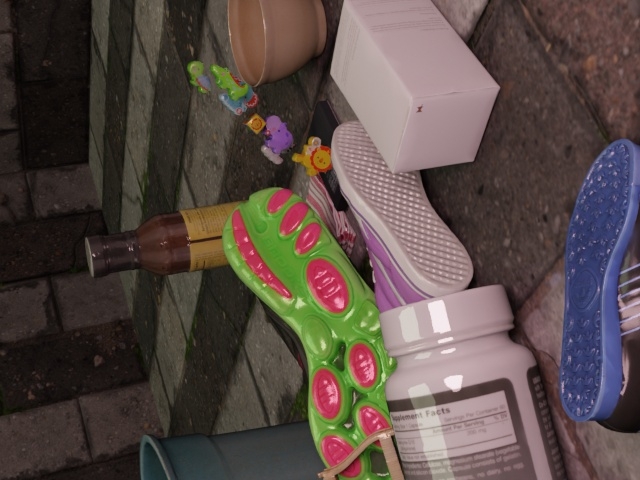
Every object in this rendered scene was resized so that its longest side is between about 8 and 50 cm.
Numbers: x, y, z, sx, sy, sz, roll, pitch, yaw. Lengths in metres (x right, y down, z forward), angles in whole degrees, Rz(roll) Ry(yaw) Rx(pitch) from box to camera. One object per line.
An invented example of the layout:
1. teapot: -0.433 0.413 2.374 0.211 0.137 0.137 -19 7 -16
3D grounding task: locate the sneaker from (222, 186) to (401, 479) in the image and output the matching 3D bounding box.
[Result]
1. sneaker: 0.038 0.141 1.255 0.483 0.185 0.202 64 -171 19

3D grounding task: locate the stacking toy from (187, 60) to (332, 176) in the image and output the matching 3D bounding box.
1. stacking toy: -0.090 -0.183 1.318 0.221 0.052 0.167 43 173 -24

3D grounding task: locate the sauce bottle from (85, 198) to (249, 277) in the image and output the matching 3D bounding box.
1. sauce bottle: -0.221 -0.002 1.553 0.111 0.344 0.112 172 90 -70

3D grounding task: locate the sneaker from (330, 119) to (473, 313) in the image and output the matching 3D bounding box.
1. sneaker: 0.076 -0.007 1.134 0.161 0.102 0.282 105 148 -53

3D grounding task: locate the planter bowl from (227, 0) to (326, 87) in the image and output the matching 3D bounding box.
1. planter bowl: -0.057 -0.307 1.316 0.162 0.109 0.162 169 90 -69

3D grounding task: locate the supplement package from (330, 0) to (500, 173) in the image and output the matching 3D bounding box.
1. supplement package: 0.096 -0.174 0.994 0.105 0.105 0.179 103 150 -45

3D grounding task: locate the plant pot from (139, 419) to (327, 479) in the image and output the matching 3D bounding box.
1. plant pot: -0.066 0.419 1.370 0.341 0.334 0.341 170 90 -70

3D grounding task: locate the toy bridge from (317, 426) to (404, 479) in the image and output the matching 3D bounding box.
1. toy bridge: 0.086 0.261 1.114 0.026 0.188 0.063 -51 -56 -82

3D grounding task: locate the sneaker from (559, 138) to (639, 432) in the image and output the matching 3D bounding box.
1. sneaker: 0.254 0.038 0.742 0.081 0.090 0.232 170 110 -70

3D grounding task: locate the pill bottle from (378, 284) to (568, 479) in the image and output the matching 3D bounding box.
1. pill bottle: 0.157 0.198 0.936 0.161 0.161 0.283 147 111 -67

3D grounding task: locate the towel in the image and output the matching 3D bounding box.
1. towel: 0.000 0.000 1.426 0.197 0.029 0.144 105 148 -48

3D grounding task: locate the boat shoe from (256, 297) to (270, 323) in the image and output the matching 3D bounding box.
1. boat shoe: -0.071 0.068 1.551 0.233 0.084 0.079 102 162 -65

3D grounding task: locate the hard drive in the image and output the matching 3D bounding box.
1. hard drive: 0.017 -0.124 1.333 0.094 0.022 0.135 108 145 -52
